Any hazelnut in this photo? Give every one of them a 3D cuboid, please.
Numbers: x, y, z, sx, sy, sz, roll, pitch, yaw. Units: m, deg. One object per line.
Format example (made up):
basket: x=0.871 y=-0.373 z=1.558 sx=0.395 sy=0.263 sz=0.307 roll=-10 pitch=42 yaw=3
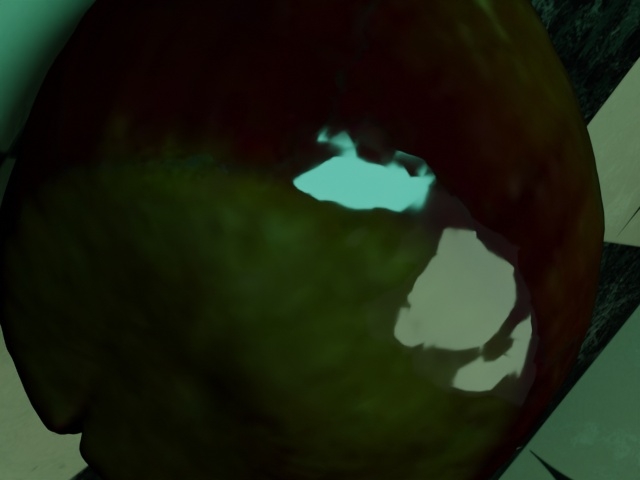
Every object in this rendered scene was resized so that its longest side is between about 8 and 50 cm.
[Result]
hazelnut: x=0.000 y=0.000 z=0.899 sx=0.402 sy=0.402 sz=0.429 roll=-28 pitch=144 yaw=-40
